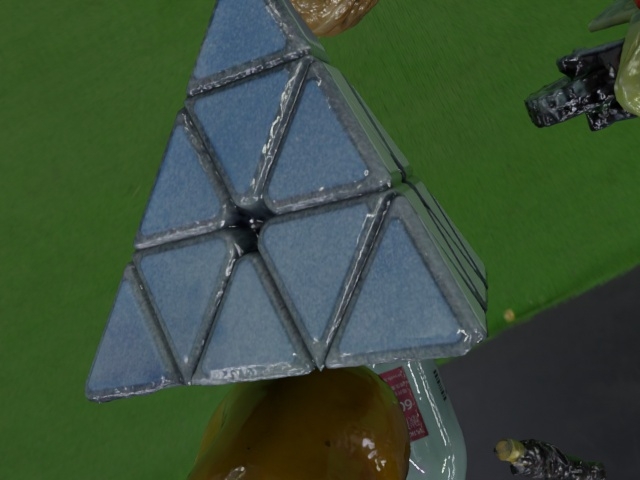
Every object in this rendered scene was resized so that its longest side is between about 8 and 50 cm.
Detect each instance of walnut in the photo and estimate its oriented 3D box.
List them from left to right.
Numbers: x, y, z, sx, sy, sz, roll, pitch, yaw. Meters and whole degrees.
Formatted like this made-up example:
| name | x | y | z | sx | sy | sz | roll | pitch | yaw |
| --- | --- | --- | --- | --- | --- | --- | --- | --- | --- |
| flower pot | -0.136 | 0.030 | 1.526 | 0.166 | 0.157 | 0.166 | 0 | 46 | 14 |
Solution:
| name | x | y | z | sx | sy | sz | roll | pitch | yaw |
| --- | --- | --- | --- | --- | --- | --- | --- | --- | --- |
| walnut | 0.012 | -0.329 | 1.337 | 0.155 | 0.155 | 0.184 | 32 | 125 | -8 |

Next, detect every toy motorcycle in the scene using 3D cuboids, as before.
| name | x | y | z | sx | sy | sz | roll | pitch | yaw |
| --- | --- | --- | --- | --- | --- | --- | --- | --- | --- |
| toy motorcycle | 0.409 | -0.224 | 1.149 | 0.410 | 0.237 | 0.168 | -31 | 106 | -10 |

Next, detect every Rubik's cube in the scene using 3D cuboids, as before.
| name | x | y | z | sx | sy | sz | roll | pitch | yaw |
| --- | --- | --- | --- | --- | --- | --- | --- | --- | --- |
| Rubik's cube | -0.002 | 0.001 | 0.719 | 0.228 | 0.228 | 0.233 | 20 | 143 | 6 |

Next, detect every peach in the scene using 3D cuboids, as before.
| name | x | y | z | sx | sy | sz | roll | pitch | yaw |
| --- | --- | --- | --- | --- | --- | --- | --- | --- | --- |
| peach | -0.035 | 0.199 | 0.830 | 0.153 | 0.251 | 0.251 | 26 | 105 | 4 |

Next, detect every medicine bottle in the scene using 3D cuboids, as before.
| name | x | y | z | sx | sy | sz | roll | pitch | yaw |
| --- | --- | --- | --- | --- | --- | --- | --- | --- | --- |
| medicine bottle | 0.101 | 0.207 | 1.152 | 0.090 | 0.090 | 0.216 | -20 | 95 | 7 |

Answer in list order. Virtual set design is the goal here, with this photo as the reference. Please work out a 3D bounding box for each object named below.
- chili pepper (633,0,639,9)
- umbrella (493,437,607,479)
| name | x | y | z | sx | sy | sz | roll | pitch | yaw |
| --- | --- | --- | --- | --- | --- | --- | --- | --- | --- |
| chili pepper | 0.207 | -0.281 | 0.914 | 0.368 | 0.092 | 0.137 | 46 | 142 | 16 |
| umbrella | 0.215 | 0.209 | 1.048 | 0.144 | 0.040 | 0.037 | 23 | 78 | -39 |
